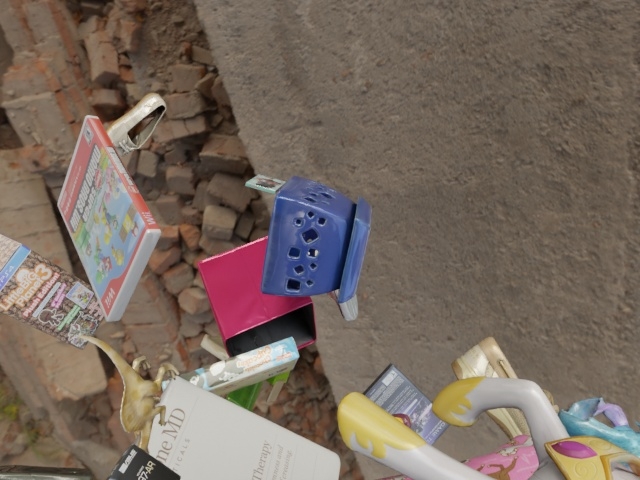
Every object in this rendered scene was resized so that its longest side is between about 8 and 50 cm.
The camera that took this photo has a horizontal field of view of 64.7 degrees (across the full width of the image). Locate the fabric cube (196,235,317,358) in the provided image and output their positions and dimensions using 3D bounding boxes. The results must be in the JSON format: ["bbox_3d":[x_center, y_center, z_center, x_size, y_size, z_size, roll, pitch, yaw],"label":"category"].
[{"bbox_3d":[-0.179,0.182,1.456,0.259,0.258,0.254,-22,148,-12],"label":"fabric cube"}]

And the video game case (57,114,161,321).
[{"bbox_3d":[-0.359,-0.040,0.831,0.285,0.025,0.204,52,124,28],"label":"video game case"}]

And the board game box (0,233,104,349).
[{"bbox_3d":[-0.692,0.113,1.203,0.232,0.141,0.291,15,157,33],"label":"board game box"}]

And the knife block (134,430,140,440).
[{"bbox_3d":[-0.470,0.592,1.698,0.275,0.242,0.088,-12,102,-15],"label":"knife block"}]

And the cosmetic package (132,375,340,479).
[{"bbox_3d":[-0.220,0.552,0.977,0.393,0.329,0.327,30,121,-10],"label":"cosmetic package"}]

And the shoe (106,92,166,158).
[{"bbox_3d":[-0.468,-0.275,1.261,0.219,0.076,0.058,-48,60,1],"label":"shoe"}]

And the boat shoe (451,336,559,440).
[{"bbox_3d":[0.397,0.332,0.947,0.110,0.121,0.341,-42,94,9],"label":"boat shoe"}]

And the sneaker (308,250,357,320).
[{"bbox_3d":[0.035,0.128,1.548,0.091,0.094,0.258,-25,81,29],"label":"sneaker"}]

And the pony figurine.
[{"bbox_3d":[0.204,0.261,0.358,0.363,0.302,0.351,-10,97,48],"label":"pony figurine"}]

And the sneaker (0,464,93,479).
[{"bbox_3d":[-0.538,0.473,0.901,0.227,0.130,0.087,10,165,-9],"label":"sneaker"}]

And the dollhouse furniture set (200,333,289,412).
[{"bbox_3d":[-0.294,0.470,1.829,0.301,0.197,0.151,24,92,29],"label":"dollhouse furniture set"}]

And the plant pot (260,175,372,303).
[{"bbox_3d":[0.000,0.000,1.160,0.212,0.236,0.236,13,109,2],"label":"plant pot"}]

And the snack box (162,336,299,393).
[{"bbox_3d":[-0.218,0.336,1.262,0.321,0.060,0.187,-16,160,-15],"label":"snack box"}]

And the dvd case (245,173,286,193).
[{"bbox_3d":[-0.151,-0.159,1.414,0.087,0.119,0.013,16,110,7],"label":"dvd case"}]

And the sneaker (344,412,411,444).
[{"bbox_3d":[0.150,0.506,1.328,0.185,0.070,0.084,-29,147,12],"label":"sneaker"}]

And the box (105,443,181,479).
[{"bbox_3d":[-0.194,0.266,0.522,0.067,0.083,0.018,41,130,-11],"label":"box"}]

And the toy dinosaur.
[{"bbox_3d":[-0.210,0.173,0.588,0.053,0.092,0.183,-7,106,13],"label":"toy dinosaur"}]

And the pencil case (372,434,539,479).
[{"bbox_3d":[0.146,0.388,0.696,0.385,0.160,0.167,-11,117,-8],"label":"pencil case"}]

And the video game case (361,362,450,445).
[{"bbox_3d":[0.235,0.521,1.490,0.274,0.026,0.196,45,86,-14],"label":"video game case"}]
